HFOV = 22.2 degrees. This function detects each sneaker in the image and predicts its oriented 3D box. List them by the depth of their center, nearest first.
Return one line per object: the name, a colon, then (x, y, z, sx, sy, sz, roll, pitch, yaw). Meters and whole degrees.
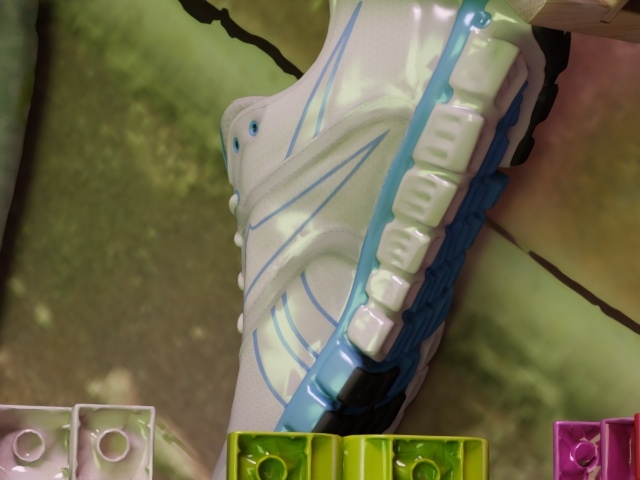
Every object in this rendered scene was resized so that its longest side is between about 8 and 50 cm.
sneaker: (0.000, 0.000, 0.484, 0.083, 0.071, 0.190, 29, 104, 19)

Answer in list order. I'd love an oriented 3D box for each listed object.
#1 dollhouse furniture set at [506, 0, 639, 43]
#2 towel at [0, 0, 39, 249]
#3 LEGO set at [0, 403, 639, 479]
dollhouse furniture set: (0.156, -0.095, 0.395, 0.183, 0.129, 0.129, -49, 64, 26)
towel: (-0.280, 0.041, 0.636, 0.321, 0.090, 0.374, 12, 90, 30)
LEGO set: (0.007, 0.089, 0.427, 0.227, 0.093, 0.087, 3, 79, -12)
